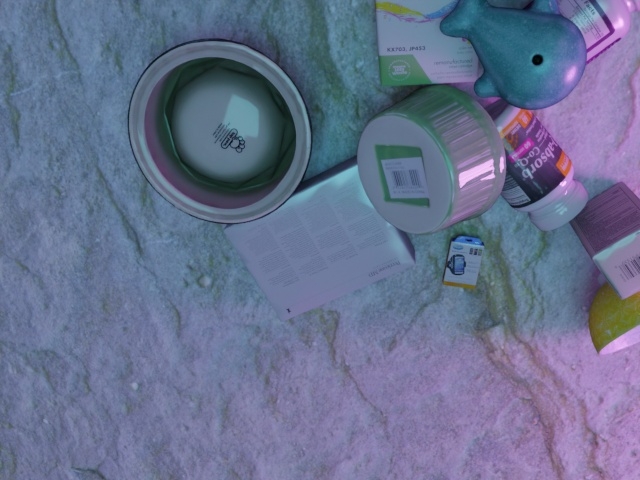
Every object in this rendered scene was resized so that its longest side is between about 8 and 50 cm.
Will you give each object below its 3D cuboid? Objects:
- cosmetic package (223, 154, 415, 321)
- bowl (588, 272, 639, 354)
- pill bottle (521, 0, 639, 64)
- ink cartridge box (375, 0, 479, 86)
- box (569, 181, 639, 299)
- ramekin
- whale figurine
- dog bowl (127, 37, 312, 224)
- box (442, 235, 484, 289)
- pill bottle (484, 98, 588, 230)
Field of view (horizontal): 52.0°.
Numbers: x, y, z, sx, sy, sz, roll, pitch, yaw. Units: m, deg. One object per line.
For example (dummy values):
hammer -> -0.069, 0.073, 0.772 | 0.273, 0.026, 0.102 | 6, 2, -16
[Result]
cosmetic package -> 0.000, 0.000, 1.586 | 0.377, 0.097, 0.285 | -24, 107, 17
bowl -> 0.724, 0.125, 1.495 | 0.289, 0.289, 0.156 | -35, 63, 20
pill bottle -> 0.492, -0.425, 1.292 | 0.301, 0.169, 0.169 | -37, 105, 21
ink cartridge box -> 0.209, -0.493, 1.283 | 0.207, 0.119, 0.354 | -2, 128, 9
box -> 0.654, -0.005, 1.422 | 0.148, 0.232, 0.127 | -35, 106, 20
ramekin -> 0.217, -0.158, 1.371 | 0.303, 0.148, 0.304 | 31, 135, 37
whale figurine -> 0.347, -0.354, 1.185 | 0.272, 0.141, 0.216 | 37, 111, 3
dog bowl -> -0.211, -0.252, 1.473 | 0.407, 0.150, 0.408 | 3, 114, 6
box -> 0.350, 0.050, 1.601 | 0.081, 0.028, 0.136 | 9, 112, 4
pill bottle -> 0.442, -0.163, 1.419 | 0.162, 0.162, 0.278 | -40, 104, 21
